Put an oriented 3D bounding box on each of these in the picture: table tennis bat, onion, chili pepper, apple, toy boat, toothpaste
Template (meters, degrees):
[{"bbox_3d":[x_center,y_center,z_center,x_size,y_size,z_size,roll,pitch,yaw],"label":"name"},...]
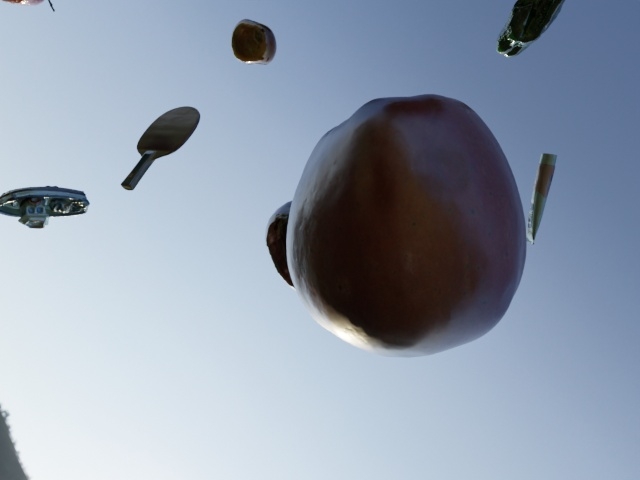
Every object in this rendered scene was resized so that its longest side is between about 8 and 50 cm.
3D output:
[{"bbox_3d":[-0.387,-0.227,1.251,0.154,0.274,0.021,9,-32,30],"label":"table tennis bat"},{"bbox_3d":[0.000,0.000,1.277,0.273,0.273,0.285,50,-31,14],"label":"onion"},{"bbox_3d":[0.501,-0.532,1.215,0.099,0.083,0.253,13,-32,-6],"label":"chili pepper"},{"bbox_3d":[0.073,-0.009,0.477,0.234,0.234,0.233,16,-64,36],"label":"apple"},{"bbox_3d":[-0.450,-0.051,0.847,0.059,0.140,0.066,-54,-133,44],"label":"toy boat"},{"bbox_3d":[0.497,-0.094,1.190,0.036,0.056,0.205,10,-80,5],"label":"toothpaste"},{"bbox_3d":[-0.159,-0.469,1.241,0.114,0.099,0.102,32,-56,49],"label":"apple"}]

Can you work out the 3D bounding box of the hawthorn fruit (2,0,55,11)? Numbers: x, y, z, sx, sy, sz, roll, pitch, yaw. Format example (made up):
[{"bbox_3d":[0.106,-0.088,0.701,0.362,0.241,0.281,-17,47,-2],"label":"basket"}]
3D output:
[{"bbox_3d":[-0.750,-0.665,1.334,0.204,0.162,0.162,26,-48,-15],"label":"hawthorn fruit"}]
